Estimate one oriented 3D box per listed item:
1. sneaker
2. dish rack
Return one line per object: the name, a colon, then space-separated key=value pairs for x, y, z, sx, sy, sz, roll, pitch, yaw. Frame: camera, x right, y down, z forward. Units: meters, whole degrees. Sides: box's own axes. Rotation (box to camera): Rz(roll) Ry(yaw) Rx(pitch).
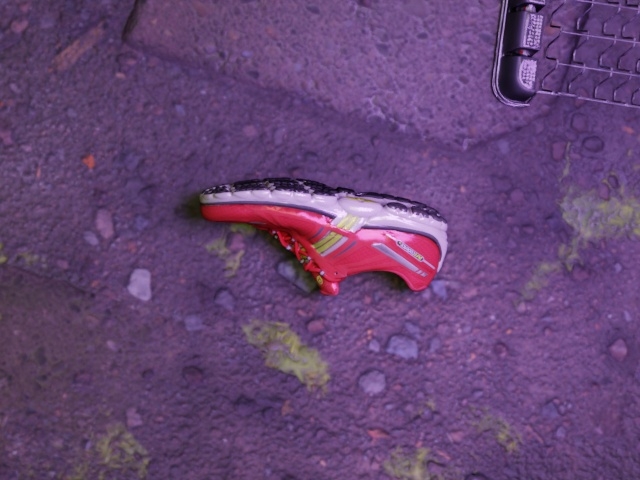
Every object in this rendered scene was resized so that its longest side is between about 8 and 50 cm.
sneaker: x=0.000 y=0.000 z=1.720 sx=0.279 sy=0.107 sz=0.118 roll=11 pitch=98 yaw=-3
dish rack: x=0.342 y=-0.240 z=1.764 sx=0.271 sy=0.074 sz=0.208 roll=8 pitch=91 yaw=-7
